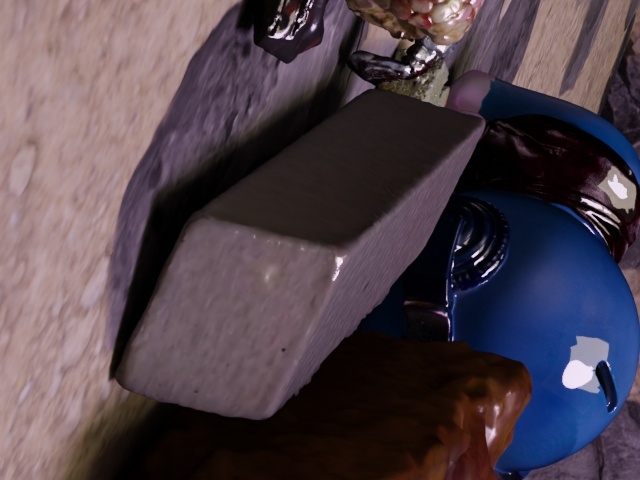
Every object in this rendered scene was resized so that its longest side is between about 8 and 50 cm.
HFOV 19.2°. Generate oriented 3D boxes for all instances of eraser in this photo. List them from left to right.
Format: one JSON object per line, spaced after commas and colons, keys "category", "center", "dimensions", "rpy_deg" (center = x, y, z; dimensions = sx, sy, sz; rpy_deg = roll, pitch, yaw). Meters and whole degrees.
{"category": "eraser", "center": [-0.001, 0.000, 1.068], "dimensions": [0.111, 0.077, 0.352], "rpy_deg": [-65, 170, 23]}

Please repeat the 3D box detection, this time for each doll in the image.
{"category": "doll", "center": [0.148, 0.042, 1.524], "dimensions": [0.310, 0.240, 0.284], "rpy_deg": [-62, 144, -31]}

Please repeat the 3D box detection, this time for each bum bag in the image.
{"category": "bum bag", "center": [-0.002, -0.148, 0.935], "dimensions": [0.058, 0.034, 0.124], "rpy_deg": [-2, 113, -63]}

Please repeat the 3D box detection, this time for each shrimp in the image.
{"category": "shrimp", "center": [0.075, -0.172, 1.169], "dimensions": [0.082, 0.076, 0.174], "rpy_deg": [-147, -102, -79]}

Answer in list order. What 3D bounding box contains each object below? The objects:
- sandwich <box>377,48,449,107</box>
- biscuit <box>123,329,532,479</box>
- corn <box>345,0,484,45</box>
{"category": "sandwich", "center": [0.064, -0.094, 1.342], "dimensions": [0.105, 0.035, 0.093], "rpy_deg": [-48, 156, -63]}
{"category": "biscuit", "center": [-0.017, 0.244, 1.139], "dimensions": [0.395, 0.166, 0.343], "rpy_deg": [-19, 125, -67]}
{"category": "corn", "center": [0.086, -0.234, 1.067], "dimensions": [0.086, 0.086, 0.253], "rpy_deg": [24, 86, -79]}
